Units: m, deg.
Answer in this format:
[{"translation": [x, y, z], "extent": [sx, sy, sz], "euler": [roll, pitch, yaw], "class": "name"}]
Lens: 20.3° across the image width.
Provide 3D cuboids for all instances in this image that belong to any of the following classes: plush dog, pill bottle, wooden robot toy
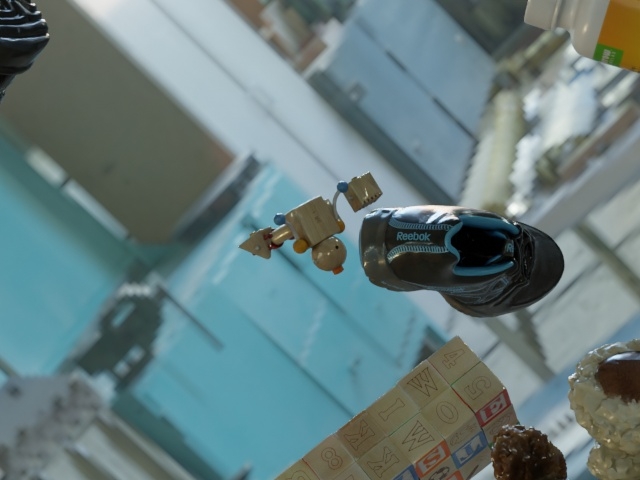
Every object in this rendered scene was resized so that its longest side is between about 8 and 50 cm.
[{"translation": [0.234, 0.232, 1.356], "extent": [0.225, 0.210, 0.262], "euler": [-25, 60, 34], "class": "plush dog"}, {"translation": [0.351, -0.248, 1.919], "extent": [0.136, 0.245, 0.136], "euler": [18, -90, -82], "class": "pill bottle"}, {"translation": [0.000, 0.000, 1.782], "extent": [0.173, 0.079, 0.076], "euler": [-28, -8, -40], "class": "wooden robot toy"}]

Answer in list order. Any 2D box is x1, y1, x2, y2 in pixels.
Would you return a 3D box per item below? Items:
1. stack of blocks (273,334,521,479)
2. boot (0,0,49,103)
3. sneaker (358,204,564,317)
[{"translation": [0.073, 0.255, 1.914], "extent": [0.297, 0.087, 0.171], "euler": [-38, -31, -7], "class": "stack of blocks"}, {"translation": [-0.427, -0.215, 1.770], "extent": [0.131, 0.348, 0.260], "euler": [-2, -38, -46], "class": "boot"}, {"translation": [0.201, 0.027, 2.142], "extent": [0.139, 0.125, 0.340], "euler": [-4, -6, 43], "class": "sneaker"}]
